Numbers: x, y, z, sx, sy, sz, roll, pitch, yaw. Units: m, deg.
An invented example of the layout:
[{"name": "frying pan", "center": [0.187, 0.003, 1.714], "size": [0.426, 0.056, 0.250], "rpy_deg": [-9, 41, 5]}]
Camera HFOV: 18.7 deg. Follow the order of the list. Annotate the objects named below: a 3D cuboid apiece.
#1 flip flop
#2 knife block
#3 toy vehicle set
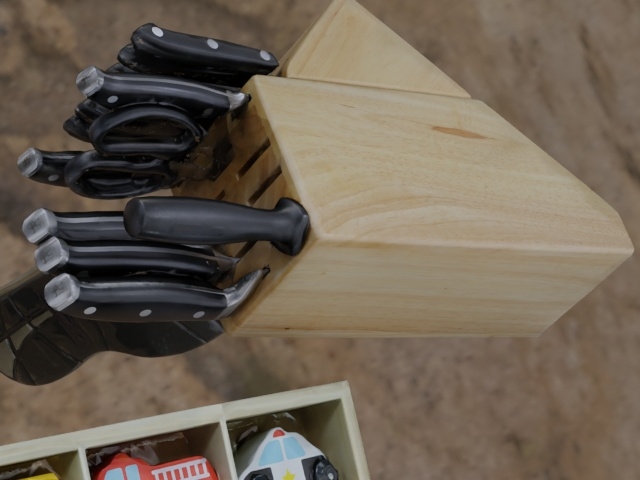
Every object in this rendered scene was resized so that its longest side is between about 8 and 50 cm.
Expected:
[{"name": "flip flop", "center": [-0.161, 0.041, 1.491], "size": [0.112, 0.277, 0.080], "rpy_deg": [55, 42, -15]}, {"name": "knife block", "center": [0.000, 0.000, 0.932], "size": [0.276, 0.088, 0.242], "rpy_deg": [38, 41, -7]}, {"name": "toy vehicle set", "center": [-0.066, 0.159, 0.826], "size": [0.267, 0.035, 0.166], "rpy_deg": [-6, 81, -50]}]
